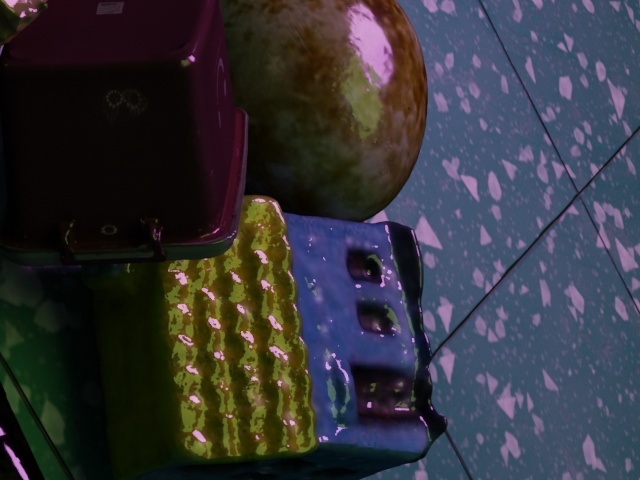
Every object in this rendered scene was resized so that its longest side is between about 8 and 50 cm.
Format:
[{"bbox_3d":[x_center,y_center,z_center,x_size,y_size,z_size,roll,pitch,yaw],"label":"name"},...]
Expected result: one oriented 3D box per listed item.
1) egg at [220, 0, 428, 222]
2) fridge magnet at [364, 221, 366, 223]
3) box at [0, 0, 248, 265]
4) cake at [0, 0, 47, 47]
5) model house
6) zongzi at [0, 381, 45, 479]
[{"bbox_3d":[-0.012,-0.138,1.734,0.238,0.238,0.289,11,41,-49],"label":"egg"},{"bbox_3d":[0.000,0.000,1.846,0.143,0.063,0.143,30,50,-42],"label":"fridge magnet"},{"bbox_3d":[-0.162,-0.114,1.490,0.294,0.193,0.167,-90,176,-63],"label":"box"},{"bbox_3d":[-0.342,-0.274,1.413,0.286,0.222,0.227,48,39,-20],"label":"cake"},{"bbox_3d":[-0.077,0.094,1.589,0.303,0.215,0.237,9,66,-44],"label":"model house"},{"bbox_3d":[-0.293,0.133,1.109,0.319,0.383,0.362,-3,45,-50],"label":"zongzi"}]
